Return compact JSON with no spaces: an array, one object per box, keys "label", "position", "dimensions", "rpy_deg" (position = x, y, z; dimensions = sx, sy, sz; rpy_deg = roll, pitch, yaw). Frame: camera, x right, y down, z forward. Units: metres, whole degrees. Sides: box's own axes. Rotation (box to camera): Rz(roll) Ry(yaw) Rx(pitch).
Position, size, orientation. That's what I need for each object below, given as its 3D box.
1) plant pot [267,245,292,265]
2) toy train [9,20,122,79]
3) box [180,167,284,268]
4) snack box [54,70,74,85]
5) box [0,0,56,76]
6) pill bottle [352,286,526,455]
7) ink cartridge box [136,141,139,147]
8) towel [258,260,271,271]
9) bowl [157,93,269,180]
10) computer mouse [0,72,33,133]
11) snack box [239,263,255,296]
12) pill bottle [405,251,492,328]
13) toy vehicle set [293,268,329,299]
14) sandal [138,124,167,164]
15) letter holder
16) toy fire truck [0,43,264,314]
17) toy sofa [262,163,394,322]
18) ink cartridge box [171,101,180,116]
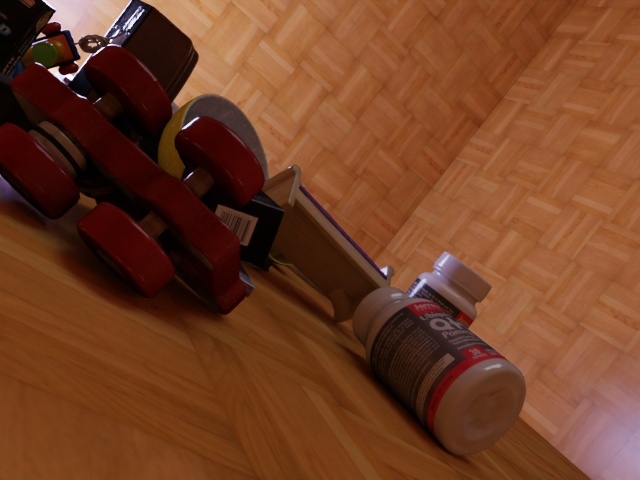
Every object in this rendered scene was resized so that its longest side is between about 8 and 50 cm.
[{"label":"plant pot","position":[-0.106,0.004,1.608],"dimensions":[0.134,0.134,0.095],"rpy_deg":[37,-26,-18]},{"label":"toy train","position":[-0.522,-0.376,1.247],"dimensions":[0.143,0.248,0.105],"rpy_deg":[-112,-176,-68]},{"label":"box","position":[-0.169,-0.047,1.091],"dimensions":[0.153,0.108,0.207],"rpy_deg":[19,8,-20]},{"label":"snack box","position":[-0.560,-0.324,1.550],"dimensions":[0.207,0.070,0.174],"rpy_deg":[35,3,-32]},{"label":"box","position":[-0.586,-0.388,1.049],"dimensions":[0.220,0.175,0.051],"rpy_deg":[38,2,-8]},{"label":"pill bottle","position":[0.190,0.211,1.121],"dimensions":[0.176,0.176,0.318],"rpy_deg":[36,2,-38]},{"label":"ink cartridge box","position":[-0.519,-0.288,1.784],"dimensions":[0.206,0.045,0.208],"rpy_deg":[38,0,-7]},{"label":"towel","position":[-0.159,0.022,1.343],"dimensions":[0.119,0.029,0.067],"rpy_deg":[40,3,34]},{"label":"bowl","position":[-0.256,-0.153,1.364],"dimensions":[0.156,0.289,0.289],"rpy_deg":[-12,-29,30]},{"label":"computer mouse","position":[-0.427,-0.180,0.796],"dimensions":[0.272,0.072,0.188],"rpy_deg":[25,-3,31]},{"label":"snack box","position":[-0.155,0.042,1.060],"dimensions":[0.064,0.022,0.178],"rpy_deg":[36,3,-22]},{"label":"pill bottle","position":[0.254,0.177,1.454],"dimensions":[0.161,0.283,0.161],"rpy_deg":[38,2,-2]},{"label":"toy vehicle set","position":[0.004,0.121,1.883],"dimensions":[0.166,0.035,0.267],"rpy_deg":[38,2,0]},{"label":"sandal","position":[-0.261,-0.143,1.616],"dimensions":[0.446,0.167,0.107],"rpy_deg":[37,20,-23]},{"label":"letter holder","position":[-0.405,-0.344,1.419],"dimensions":[0.214,0.302,0.152],"rpy_deg":[37,2,-41]},{"label":"toy fire truck","position":[-0.206,-0.047,0.701],"dimensions":[0.302,0.169,0.254],"rpy_deg":[39,-22,7]},{"label":"toy sofa","position":[0.000,0.000,1.373],"dimensions":[0.362,0.150,0.177],"rpy_deg":[45,36,-29]},{"label":"ink cartridge box","position":[-0.404,-0.284,1.746],"dimensions":[0.385,0.091,0.308],"rpy_deg":[49,-12,-23]}]
